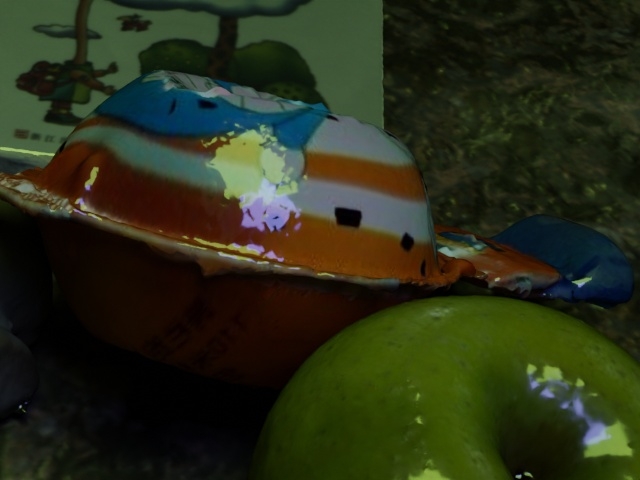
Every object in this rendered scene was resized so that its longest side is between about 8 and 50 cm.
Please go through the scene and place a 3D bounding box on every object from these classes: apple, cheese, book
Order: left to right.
[{"bbox_3d":[-0.088,-0.154,1.001,0.260,0.043,0.371,9,43,-6],"label":"book"},{"bbox_3d":[0.000,0.000,0.776,0.329,0.129,0.217,8,9,-33],"label":"cheese"},{"bbox_3d":[0.058,0.120,0.661,0.196,0.157,0.196,13,45,-13],"label":"apple"}]

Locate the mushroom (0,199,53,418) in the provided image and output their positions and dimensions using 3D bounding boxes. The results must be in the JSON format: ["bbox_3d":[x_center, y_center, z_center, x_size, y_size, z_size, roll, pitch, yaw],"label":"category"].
[{"bbox_3d":[-0.209,0.021,0.736,0.141,0.117,0.188,29,47,31],"label":"mushroom"}]
